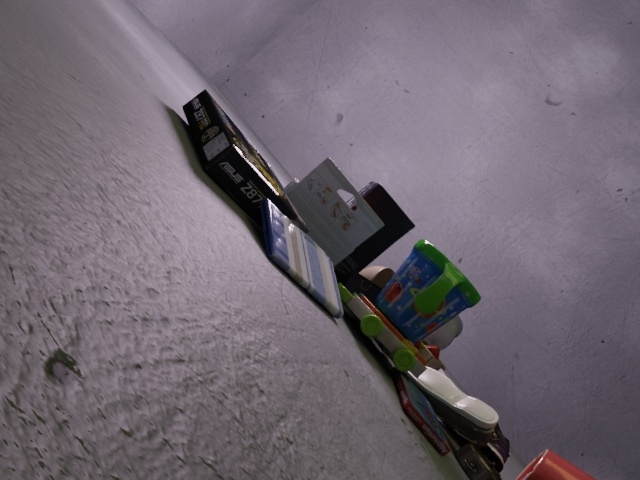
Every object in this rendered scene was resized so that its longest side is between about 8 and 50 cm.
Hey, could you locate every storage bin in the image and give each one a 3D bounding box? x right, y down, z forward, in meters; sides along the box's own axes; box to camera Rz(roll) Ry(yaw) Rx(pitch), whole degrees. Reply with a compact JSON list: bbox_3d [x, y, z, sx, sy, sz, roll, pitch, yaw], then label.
[{"bbox_3d":[0.125,0.157,1.848,0.135,0.091,0.098,32,-1,13],"label":"storage bin"}]

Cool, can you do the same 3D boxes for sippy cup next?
[{"bbox_3d":[0.279,0.154,1.725,0.240,0.224,0.305,47,1,39],"label":"sippy cup"}]

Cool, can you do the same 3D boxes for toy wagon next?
[{"bbox_3d":[0.144,0.222,1.674,0.344,0.068,0.267,47,-1,0],"label":"toy wagon"}]

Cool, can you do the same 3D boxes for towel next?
[{"bbox_3d":[-0.045,0.046,1.470,0.285,0.034,0.209,44,22,-39],"label":"towel"}]

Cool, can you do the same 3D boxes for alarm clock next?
[{"bbox_3d":[0.393,0.565,1.558,0.129,0.064,0.192,53,9,32],"label":"alarm clock"}]

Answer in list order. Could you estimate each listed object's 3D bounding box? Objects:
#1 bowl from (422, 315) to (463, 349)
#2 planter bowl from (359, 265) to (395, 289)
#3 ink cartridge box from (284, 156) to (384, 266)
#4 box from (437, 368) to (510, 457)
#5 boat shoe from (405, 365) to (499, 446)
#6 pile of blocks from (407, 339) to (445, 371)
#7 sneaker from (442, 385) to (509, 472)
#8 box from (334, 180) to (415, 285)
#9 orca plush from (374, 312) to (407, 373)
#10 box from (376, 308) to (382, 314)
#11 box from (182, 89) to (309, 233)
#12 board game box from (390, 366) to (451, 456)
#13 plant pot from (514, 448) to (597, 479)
[{"bbox_3d":[0.365,0.327,2.319,0.298,0.134,0.298,20,-33,14],"label":"bowl"},{"bbox_3d":[0.187,0.163,2.297,0.109,0.162,0.162,18,-19,41],"label":"planter bowl"},{"bbox_3d":[0.011,-0.074,1.839,0.275,0.239,0.060,49,5,-18],"label":"ink cartridge box"},{"bbox_3d":[0.448,0.556,1.950,0.290,0.087,0.169,50,5,-9],"label":"box"},{"bbox_3d":[0.340,0.442,1.706,0.109,0.091,0.305,-10,29,-40],"label":"boat shoe"},{"bbox_3d":[0.344,0.381,2.192,0.149,0.113,0.362,54,6,37],"label":"pile of blocks"},{"bbox_3d":[0.444,0.524,1.817,0.124,0.107,0.283,-35,92,-48],"label":"sneaker"},{"bbox_3d":[0.119,-0.030,2.074,0.179,0.312,0.343,50,4,-5],"label":"box"},{"bbox_3d":[0.248,0.313,1.874,0.287,0.102,0.151,52,5,22],"label":"orca plush"},{"bbox_3d":[0.228,0.255,2.017,0.137,0.072,0.126,21,-8,23],"label":"box"},{"bbox_3d":[-0.202,-0.190,1.627,0.318,0.097,0.395,51,4,-36],"label":"box"},{"bbox_3d":[0.239,0.406,1.531,0.145,0.027,0.281,48,5,-4],"label":"board game box"},{"bbox_3d":[0.601,0.680,1.566,0.243,0.275,0.275,41,1,21],"label":"plant pot"}]
